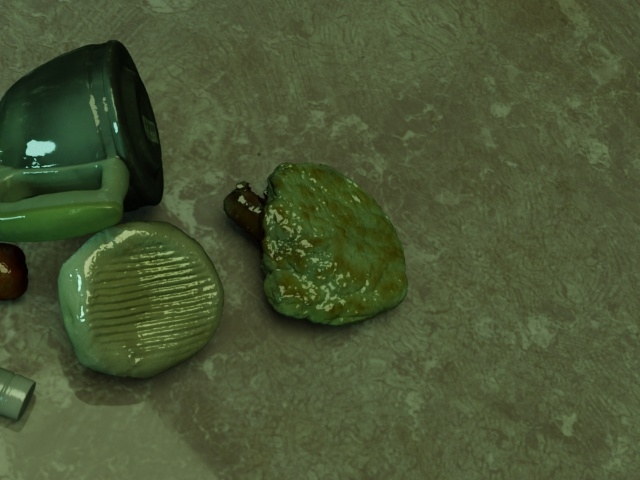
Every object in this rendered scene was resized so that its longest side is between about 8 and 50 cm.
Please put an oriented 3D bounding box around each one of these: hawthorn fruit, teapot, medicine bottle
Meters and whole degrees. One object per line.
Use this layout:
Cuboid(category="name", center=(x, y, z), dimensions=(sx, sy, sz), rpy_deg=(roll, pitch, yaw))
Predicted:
Cuboid(category="hawthorn fruit", center=(-0.448, 0.045, 1.266), dimensions=(0.093, 0.081, 0.081), rpy_deg=(-10, 66, -11))
Cuboid(category="teapot", center=(-0.349, -0.106, 1.296), dimensions=(0.240, 0.239, 0.321), rpy_deg=(-14, 65, 2))
Cuboid(category="medicine bottle", center=(-0.423, 0.193, 1.207), dimensions=(0.089, 0.057, 0.057), rpy_deg=(22, 59, -4))

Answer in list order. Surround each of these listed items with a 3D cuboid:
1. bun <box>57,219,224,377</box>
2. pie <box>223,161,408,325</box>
Cuboid(category="bun", center=(-0.250, 0.074, 1.269), dimensions=(0.231, 0.133, 0.231), rpy_deg=(-3, 96, -28))
Cuboid(category="pie", center=(0.009, 0.000, 1.412), dimensions=(0.257, 0.105, 0.274), rpy_deg=(-16, 69, -33))
